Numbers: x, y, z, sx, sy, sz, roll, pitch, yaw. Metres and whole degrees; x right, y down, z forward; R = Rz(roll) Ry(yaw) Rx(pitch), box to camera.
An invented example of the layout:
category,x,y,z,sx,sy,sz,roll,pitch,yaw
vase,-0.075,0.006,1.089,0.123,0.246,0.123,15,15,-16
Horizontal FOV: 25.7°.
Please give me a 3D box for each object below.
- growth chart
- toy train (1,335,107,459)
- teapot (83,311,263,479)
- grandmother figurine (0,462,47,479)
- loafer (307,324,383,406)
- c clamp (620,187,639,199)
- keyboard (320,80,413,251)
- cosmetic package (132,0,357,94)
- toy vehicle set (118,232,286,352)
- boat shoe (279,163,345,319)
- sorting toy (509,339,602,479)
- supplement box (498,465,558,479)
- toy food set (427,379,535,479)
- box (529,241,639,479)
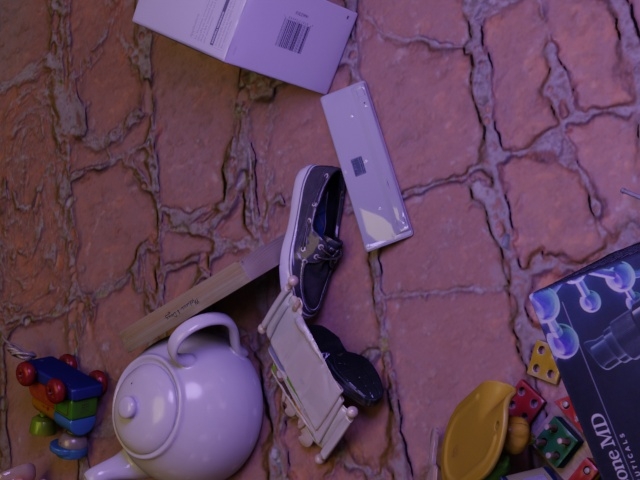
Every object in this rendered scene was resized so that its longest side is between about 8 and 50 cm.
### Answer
category,x,y,z,sx,sy,sz,roll,pitch,yaw
growth chart,-0.024,0.188,1.979,0.237,0.021,0.172,64,147,17
toy train,-0.469,0.265,2.375,0.248,0.105,0.143,20,109,42
teapot,-0.219,0.246,2.089,0.253,0.187,0.256,-9,76,40
grandmother figurine,-0.434,0.526,2.295,0.342,0.104,0.207,53,144,31
loafer,0.028,0.187,1.975,0.170,0.062,0.061,43,133,42
c clamp,0.444,-0.097,1.654,0.160,0.022,0.137,-55,42,5
keyboard,0.064,-0.109,2.004,0.072,0.014,0.256,-23,66,16
cosmetic package,-0.113,-0.329,2.072,0.225,0.224,0.138,30,102,41
toy vehicle set,-0.162,0.075,2.083,0.267,0.166,0.035,-31,90,34
boat shoe,0.000,0.000,2.019,0.076,0.080,0.228,-4,72,43
sorting toy,0.321,0.235,1.707,0.132,0.046,0.274,-55,51,19
supplement box,0.259,0.330,1.711,0.083,0.083,0.056,53,132,35
toy food set,0.210,0.263,1.772,0.218,0.071,0.128,128,151,-54
box,0.469,0.108,1.437,0.395,0.212,0.293,-24,86,37
